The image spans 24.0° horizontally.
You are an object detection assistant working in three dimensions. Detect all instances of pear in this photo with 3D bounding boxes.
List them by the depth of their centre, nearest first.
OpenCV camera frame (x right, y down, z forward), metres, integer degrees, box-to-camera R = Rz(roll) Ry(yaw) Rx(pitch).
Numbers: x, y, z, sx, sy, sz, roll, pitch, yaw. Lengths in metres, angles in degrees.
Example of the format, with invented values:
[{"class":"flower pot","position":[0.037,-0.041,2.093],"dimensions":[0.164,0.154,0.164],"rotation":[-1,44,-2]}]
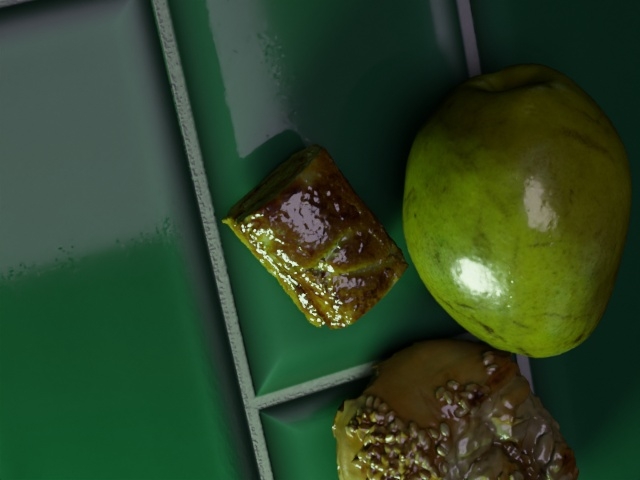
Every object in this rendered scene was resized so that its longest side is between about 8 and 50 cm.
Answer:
[{"class":"pear","position":[0.212,-0.030,1.614],"dimensions":[0.252,0.253,0.307],"rotation":[-14,119,-15]}]

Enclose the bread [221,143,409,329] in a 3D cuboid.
[{"class":"bread","position":[0.000,0.000,1.619],"dimensions":[0.132,0.103,0.172],"rotation":[-42,109,-9]}]

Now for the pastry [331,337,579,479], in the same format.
[{"class":"pastry","position":[0.161,0.266,1.708],"dimensions":[0.255,0.162,0.311],"rotation":[-37,110,-5]}]
